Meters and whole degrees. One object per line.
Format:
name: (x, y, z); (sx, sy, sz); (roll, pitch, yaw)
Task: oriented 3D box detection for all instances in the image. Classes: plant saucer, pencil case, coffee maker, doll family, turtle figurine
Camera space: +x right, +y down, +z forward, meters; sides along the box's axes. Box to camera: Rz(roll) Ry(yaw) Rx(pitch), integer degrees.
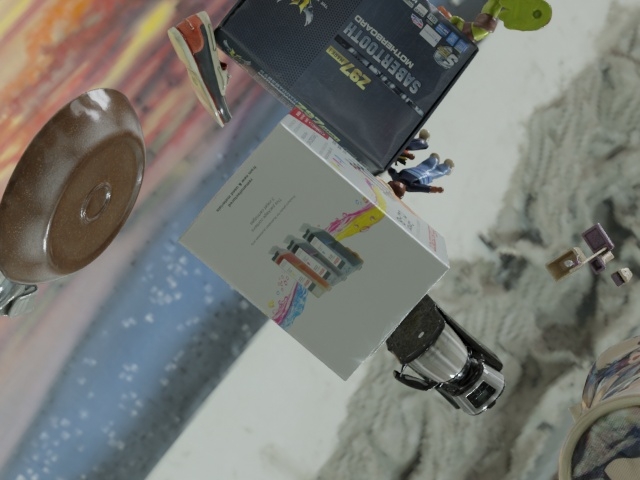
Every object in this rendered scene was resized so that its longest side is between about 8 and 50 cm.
plant saucer: (-0.214, -0.040, 1.078); (0.036, 0.198, 0.198); (28, -110, 16)
pencil case: (0.326, 0.196, 1.174); (0.184, 0.160, 0.410); (-36, 174, 16)
coffee maker: (0.193, 0.166, 1.858); (0.120, 0.178, 0.171); (-31, -145, 27)
doll family: (0.076, -0.104, 1.507); (0.193, 0.076, 0.111); (13, -155, 37)
turtle figurine: (0.217, -0.289, 1.360); (0.269, 0.087, 0.217); (-57, -167, 12)

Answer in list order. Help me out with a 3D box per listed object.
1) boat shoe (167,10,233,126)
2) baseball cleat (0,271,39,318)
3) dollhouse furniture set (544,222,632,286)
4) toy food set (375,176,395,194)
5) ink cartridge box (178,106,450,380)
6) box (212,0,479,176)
boat shoe: (-0.116, -0.177, 1.250); (0.043, 0.137, 0.049); (-36, -136, -14)
baseball cleat: (-0.321, 0.009, 1.316); (0.072, 0.109, 0.206); (23, -129, 29)
dollhouse furniture set: (0.354, 0.050, 1.660); (0.081, 0.091, 0.114); (-28, 171, -38)
toy food set: (0.054, -0.044, 1.389); (0.020, 0.083, 0.082); (-39, -158, 51)
ink cartridge box: (0.000, 0.000, 0.969); (0.127, 0.176, 0.128); (-48, -175, 11)
box: (0.027, -0.208, 1.265); (0.183, 0.233, 0.059); (-51, -171, -15)
